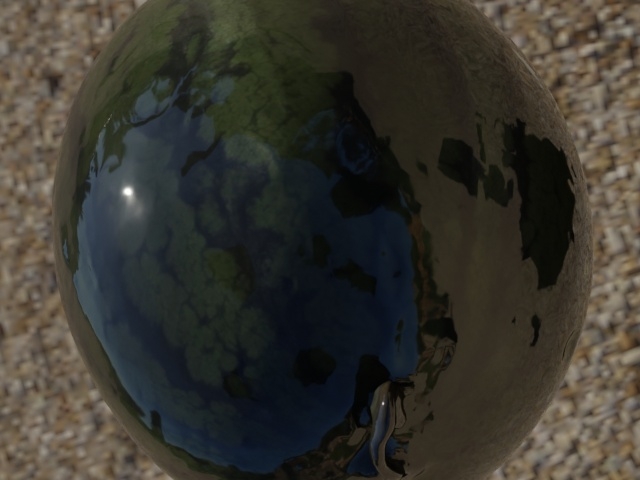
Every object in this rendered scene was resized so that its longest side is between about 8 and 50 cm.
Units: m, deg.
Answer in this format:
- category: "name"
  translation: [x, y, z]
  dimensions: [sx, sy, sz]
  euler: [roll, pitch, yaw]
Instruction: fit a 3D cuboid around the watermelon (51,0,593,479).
- category: "watermelon"
  translation: [0.000, 0.000, 0.965]
  dimensions: [0.279, 0.279, 0.359]
  euler: [-62, 29, 33]
